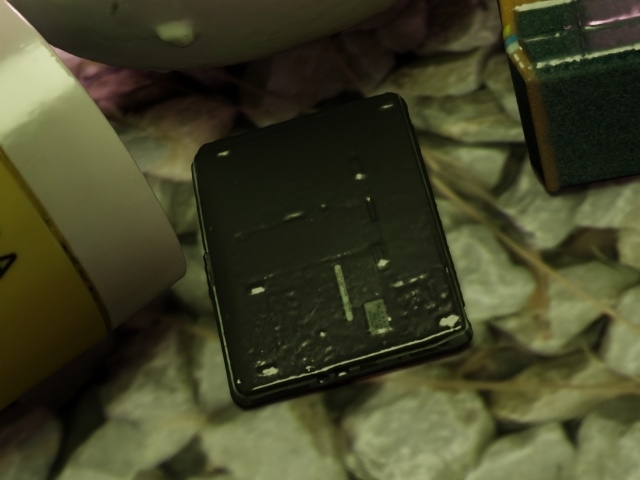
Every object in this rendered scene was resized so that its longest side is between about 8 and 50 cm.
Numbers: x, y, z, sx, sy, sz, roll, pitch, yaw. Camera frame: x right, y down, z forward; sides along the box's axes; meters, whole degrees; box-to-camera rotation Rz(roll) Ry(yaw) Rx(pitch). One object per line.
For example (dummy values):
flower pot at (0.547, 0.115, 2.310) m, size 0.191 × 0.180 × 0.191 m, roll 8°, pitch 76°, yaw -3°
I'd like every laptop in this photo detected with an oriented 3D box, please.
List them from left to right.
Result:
laptop at (0.000, 0.000, 1.048) m, size 0.154 × 0.026 × 0.207 m, roll -14°, pitch 51°, yaw 2°

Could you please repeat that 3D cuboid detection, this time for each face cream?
face cream at (-0.215, -0.013, 0.990) m, size 0.179 × 0.218 × 0.218 m, roll -37°, pitch 53°, yaw -13°

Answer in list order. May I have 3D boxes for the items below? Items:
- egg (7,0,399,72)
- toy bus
egg at (-0.080, -0.267, 1.097) m, size 0.340 × 0.354 × 0.354 m, roll -46°, pitch 51°, yaw 10°
toy bus at (0.249, -0.140, 1.022) m, size 0.275 × 0.138 × 0.167 m, roll -10°, pitch 52°, yaw 9°
